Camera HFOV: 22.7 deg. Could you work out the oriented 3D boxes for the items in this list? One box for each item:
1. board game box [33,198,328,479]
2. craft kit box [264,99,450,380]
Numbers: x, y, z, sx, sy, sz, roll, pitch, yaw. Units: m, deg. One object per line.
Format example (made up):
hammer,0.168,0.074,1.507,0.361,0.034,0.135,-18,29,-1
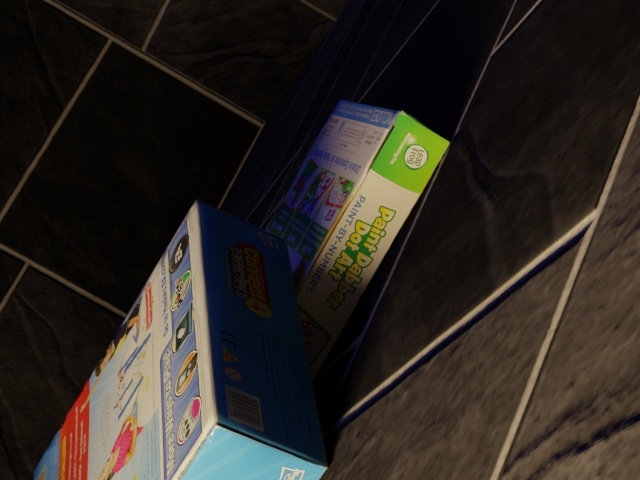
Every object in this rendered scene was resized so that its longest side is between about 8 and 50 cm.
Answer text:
board game box,-0.121,0.173,1.201,0.302,0.086,0.308,-58,21,23
craft kit box,0.000,0.000,1.371,0.247,0.061,0.250,-57,13,1
